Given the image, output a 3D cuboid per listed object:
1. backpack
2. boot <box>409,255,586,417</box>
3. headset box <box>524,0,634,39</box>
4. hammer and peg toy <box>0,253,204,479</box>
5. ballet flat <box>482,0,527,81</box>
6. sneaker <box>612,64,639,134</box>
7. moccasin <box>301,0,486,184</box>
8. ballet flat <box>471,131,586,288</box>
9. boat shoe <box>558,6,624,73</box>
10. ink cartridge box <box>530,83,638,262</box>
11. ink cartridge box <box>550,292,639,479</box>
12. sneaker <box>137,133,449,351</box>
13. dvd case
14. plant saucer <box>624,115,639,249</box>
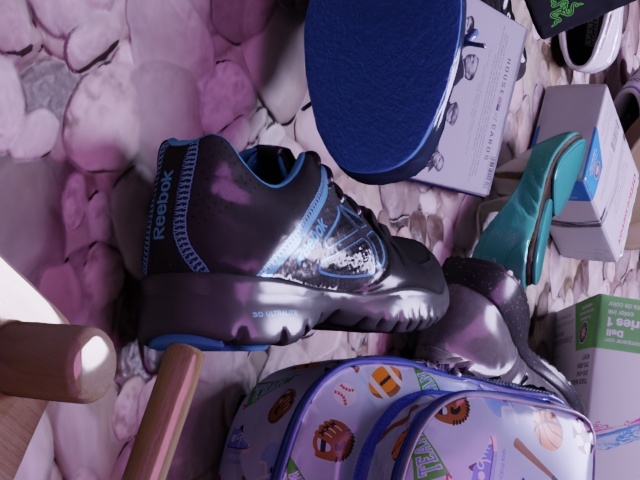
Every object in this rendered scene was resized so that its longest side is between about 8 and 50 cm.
[{"bbox_3d":[0.058,0.203,0.839,0.263,0.213,0.276,14,70,-23],"label":"backpack"},{"bbox_3d":[0.148,0.195,1.154,0.338,0.118,0.222,55,54,-38],"label":"boot"},{"bbox_3d":[0.282,-0.362,1.146,0.283,0.246,0.131,53,19,-50],"label":"headset box"},{"bbox_3d":[-0.196,0.103,0.500,0.361,0.127,0.266,55,45,-47],"label":"hammer and peg toy"},{"bbox_3d":[0.172,-0.238,1.206,0.057,0.049,0.173,-27,125,-7],"label":"ballet flat"},{"bbox_3d":[0.469,-0.137,1.698,0.161,0.102,0.282,-43,137,-25],"label":"sneaker"},{"bbox_3d":[0.065,-0.199,0.901,0.117,0.138,0.342,51,42,-68],"label":"moccasin"},{"bbox_3d":[0.217,-0.045,1.246,0.247,0.087,0.083,-58,152,-44],"label":"ballet flat"},{"bbox_3d":[0.332,-0.331,1.413,0.084,0.095,0.258,-23,111,-62],"label":"boat shoe"},{"bbox_3d":[0.325,-0.080,1.437,0.190,0.082,0.139,54,48,-50],"label":"ink cartridge box"},{"bbox_3d":[0.341,0.217,1.380,0.201,0.117,0.278,107,-8,-80],"label":"ink cartridge box"},{"bbox_3d":[0.000,0.000,0.837,0.341,0.125,0.139,1,87,-62],"label":"sneaker"},{"bbox_3d":[0.121,-0.139,1.093,0.239,0.029,0.179,7,98,-60],"label":"dvd case"},{"bbox_3d":[0.488,-0.109,1.630,0.278,0.041,0.278,-24,138,-24],"label":"plant saucer"}]
